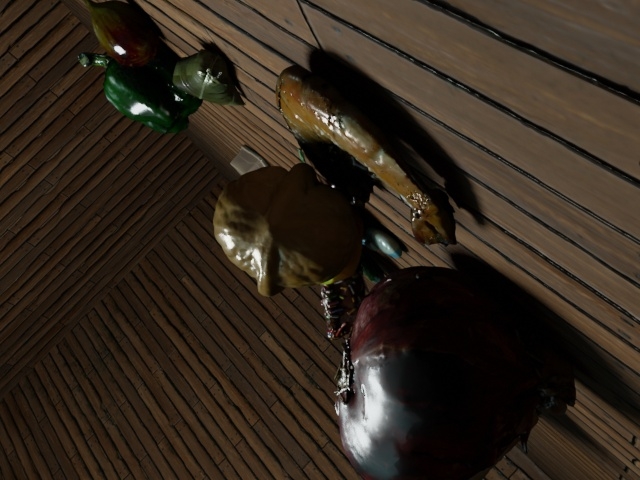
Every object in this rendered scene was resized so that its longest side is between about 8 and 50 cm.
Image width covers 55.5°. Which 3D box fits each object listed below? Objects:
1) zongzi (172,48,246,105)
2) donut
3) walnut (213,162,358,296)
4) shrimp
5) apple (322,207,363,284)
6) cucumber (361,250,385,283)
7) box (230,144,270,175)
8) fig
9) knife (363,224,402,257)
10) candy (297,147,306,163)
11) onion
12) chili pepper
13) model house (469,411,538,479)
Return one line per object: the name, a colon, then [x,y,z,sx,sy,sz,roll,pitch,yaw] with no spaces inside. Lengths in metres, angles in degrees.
zongzi: [-0.134,-0.235,0.899,0.130,0.062,0.154,23,172,-33]
donut: [0.047,0.089,1.229,0.230,0.095,0.216,-96,-3,-56]
walnut: [-0.037,-0.011,0.655,0.166,0.149,0.166,17,-175,-1]
shrimp: [0.054,-0.063,0.622,0.222,0.054,0.290,42,175,18]
apple: [0.001,-0.005,1.009,0.163,0.147,0.147,9,150,18]
cucumber: [0.109,0.060,1.372,0.155,0.037,0.037,46,175,-23]
box: [-0.163,-0.174,1.494,0.089,0.062,0.122,48,174,-39]
fig: [-0.374,-0.393,1.128,0.154,0.103,0.109,36,154,-2]
knife: [0.086,0.000,1.031,0.064,0.031,0.222,42,177,-12]
candy: [-0.019,-0.104,1.034,0.055,0.049,0.185,11,156,14]
onion: [0.129,0.171,0.716,0.281,0.281,0.221,44,179,2]
chili pepper: [-0.370,-0.335,1.256,0.261,0.165,0.174,40,-167,9]
model house: [0.185,0.252,1.121,0.280,0.245,0.312,51,170,-7]
